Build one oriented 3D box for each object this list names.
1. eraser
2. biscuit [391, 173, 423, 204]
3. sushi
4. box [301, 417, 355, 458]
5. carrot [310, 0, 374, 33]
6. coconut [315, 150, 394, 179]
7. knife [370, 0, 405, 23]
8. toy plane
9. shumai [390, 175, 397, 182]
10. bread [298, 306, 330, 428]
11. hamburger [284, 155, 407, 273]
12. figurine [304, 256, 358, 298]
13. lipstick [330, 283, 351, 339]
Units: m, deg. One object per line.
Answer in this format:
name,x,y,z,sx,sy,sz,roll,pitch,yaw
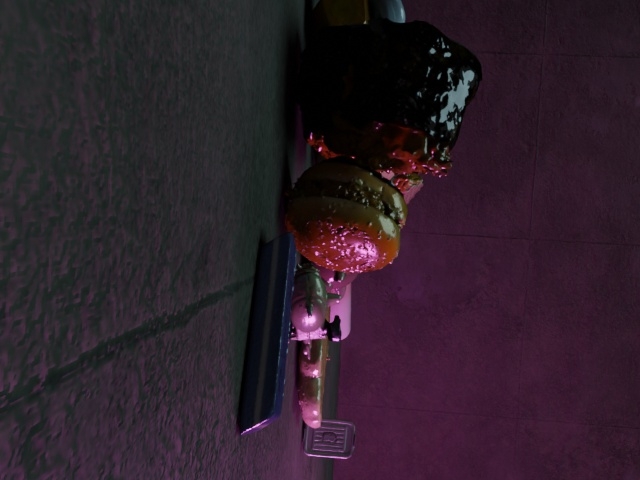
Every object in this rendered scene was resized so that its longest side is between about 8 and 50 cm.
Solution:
eraser,-0.057,0.105,0.640,0.082,0.036,0.225,85,9,-71
biscuit,0.140,-0.036,1.531,0.094,0.054,0.378,-17,149,-55
sushi,0.069,-0.207,0.859,0.348,0.234,0.207,11,-94,68
box,0.016,0.451,1.290,0.069,0.122,0.084,122,-25,-75
carrot,0.039,-0.359,1.038,0.302,0.114,0.114,70,23,-86
coconut,0.088,-0.214,1.194,0.224,0.224,0.224,3,90,-85
knife,0.071,-0.476,1.017,0.080,0.044,0.331,67,-1,-54
toy plane,-0.019,0.113,0.820,0.286,0.092,0.108,90,-4,-57
shumai,0.113,-0.128,1.533,0.222,0.204,0.272,87,12,-45
bread,-0.010,0.234,1.182,0.316,0.054,0.316,4,90,-86
hamburger,0.033,-0.023,0.832,0.191,0.182,0.118,102,11,-65
figurine,0.020,0.037,1.088,0.125,0.125,0.138,81,-2,-68
lipstick,0.040,0.159,1.503,0.327,0.087,0.087,86,9,-55
